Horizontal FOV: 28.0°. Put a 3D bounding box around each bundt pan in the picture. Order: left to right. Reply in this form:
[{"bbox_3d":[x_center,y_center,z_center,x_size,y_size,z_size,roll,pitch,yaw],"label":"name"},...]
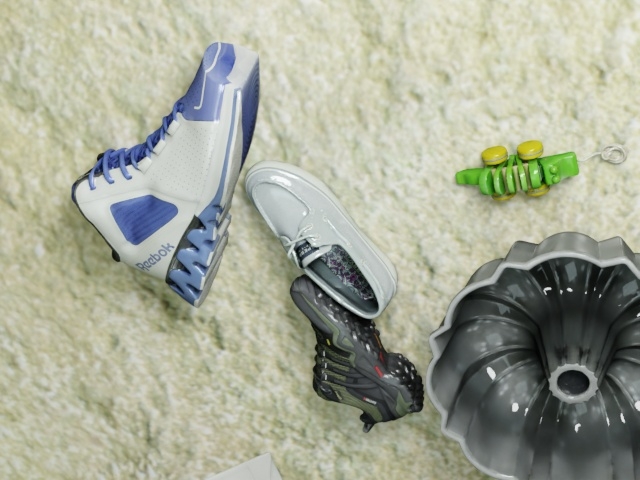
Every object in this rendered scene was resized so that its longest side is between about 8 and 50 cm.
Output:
[{"bbox_3d":[0.288,0.131,1.455,0.331,0.124,0.330,5,118,10],"label":"bundt pan"}]

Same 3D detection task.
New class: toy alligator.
[{"bbox_3d":[0.238,-0.075,1.397,0.190,0.051,0.056,-8,116,17],"label":"toy alligator"}]

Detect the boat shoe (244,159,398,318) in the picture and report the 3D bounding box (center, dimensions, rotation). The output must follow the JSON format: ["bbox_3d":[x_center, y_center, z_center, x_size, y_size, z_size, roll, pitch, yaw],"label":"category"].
[{"bbox_3d":[0.000,0.001,1.477,0.227,0.081,0.079,43,118,-11],"label":"boat shoe"}]

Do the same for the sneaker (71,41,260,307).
[{"bbox_3d":[-0.184,-0.077,1.453,0.182,0.127,0.315,17,122,1],"label":"sneaker"}]

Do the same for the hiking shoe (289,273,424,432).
[{"bbox_3d":[0.022,0.143,1.545,0.114,0.086,0.227,-33,107,23],"label":"hiking shoe"}]

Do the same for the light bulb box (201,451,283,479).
[{"bbox_3d":[-0.169,0.520,1.640,0.361,0.225,0.357,-33,78,26],"label":"light bulb box"}]
